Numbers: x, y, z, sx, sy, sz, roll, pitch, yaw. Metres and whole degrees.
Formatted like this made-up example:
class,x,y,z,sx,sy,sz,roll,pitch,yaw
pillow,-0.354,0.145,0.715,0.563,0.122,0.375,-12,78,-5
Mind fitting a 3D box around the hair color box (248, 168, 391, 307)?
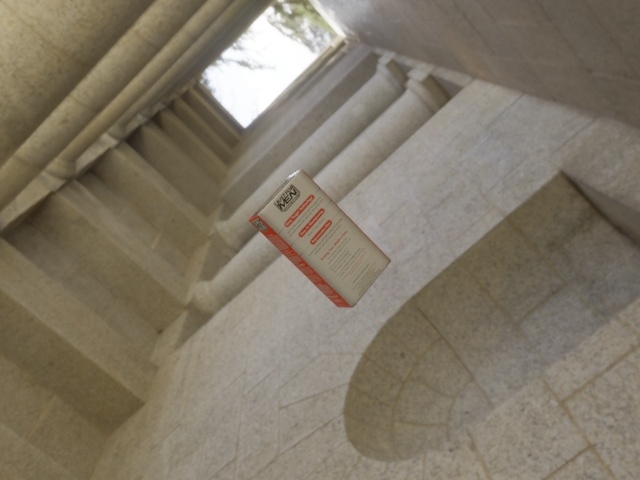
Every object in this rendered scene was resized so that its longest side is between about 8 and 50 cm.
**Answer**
class,x,y,z,sx,sy,sz,roll,pitch,yaw
hair color box,0.000,0.000,0.656,0.141,0.072,0.043,46,161,-12
